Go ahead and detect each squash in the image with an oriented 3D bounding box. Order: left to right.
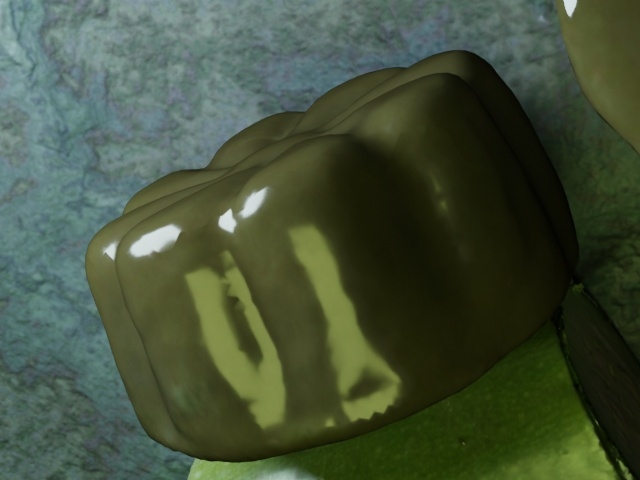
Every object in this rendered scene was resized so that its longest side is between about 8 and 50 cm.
[{"bbox_3d":[0.110,0.214,1.234,0.384,0.263,0.263,-29,105,23],"label":"squash"}]

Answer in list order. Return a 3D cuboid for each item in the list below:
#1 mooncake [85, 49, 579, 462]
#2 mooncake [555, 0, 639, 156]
[{"bbox_3d":[0.000,0.000,1.109,0.378,0.378,0.201,-17,104,20],"label":"mooncake"},{"bbox_3d":[0.394,-0.189,0.928,0.467,0.262,0.467,2,98,18],"label":"mooncake"}]
